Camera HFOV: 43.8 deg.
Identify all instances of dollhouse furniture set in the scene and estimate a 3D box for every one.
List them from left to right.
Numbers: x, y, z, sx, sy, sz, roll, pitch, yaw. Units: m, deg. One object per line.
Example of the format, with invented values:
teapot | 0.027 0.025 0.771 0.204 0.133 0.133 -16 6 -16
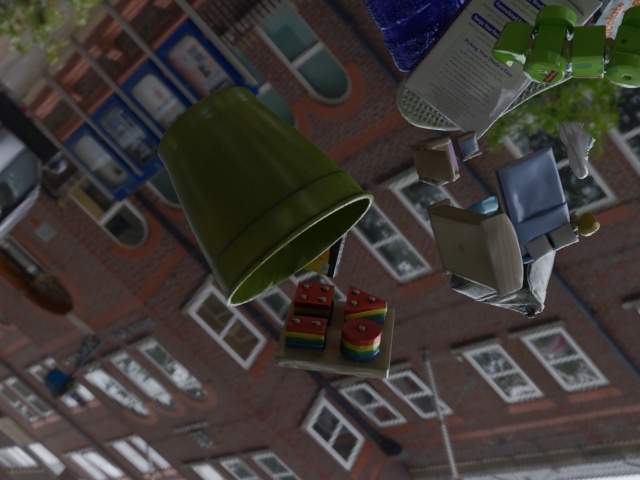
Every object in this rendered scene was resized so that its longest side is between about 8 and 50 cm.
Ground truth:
dollhouse furniture set | 0.366 -0.081 1.418 0.304 0.286 0.198 -22 -164 -16

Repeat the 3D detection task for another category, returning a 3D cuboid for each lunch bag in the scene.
lunch bag | 0.556 0.044 2.313 0.212 0.256 0.305 -32 -144 62

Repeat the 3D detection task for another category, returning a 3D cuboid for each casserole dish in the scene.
casserole dish | 0.419 -0.063 2.207 0.114 0.037 0.188 -17 163 -36

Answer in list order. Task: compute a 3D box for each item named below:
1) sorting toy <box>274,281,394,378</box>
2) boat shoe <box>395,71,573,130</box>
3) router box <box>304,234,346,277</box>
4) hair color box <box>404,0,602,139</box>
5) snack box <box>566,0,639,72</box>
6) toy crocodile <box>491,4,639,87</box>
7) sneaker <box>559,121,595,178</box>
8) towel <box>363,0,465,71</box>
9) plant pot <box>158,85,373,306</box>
sorting toy | 0.041 0.193 1.854 0.256 0.089 0.257 6 -151 5
boat shoe | 0.393 -0.388 1.869 0.501 0.186 0.156 -23 -159 -15
router box | 0.000 0.000 2.242 0.046 0.133 0.178 -35 140 -66
hair color box | 0.333 -0.376 1.489 0.339 0.185 0.110 -49 -171 32
snack box | 0.650 -0.474 1.642 0.322 0.187 0.060 109 -23 -58
toy crocodile | 0.444 -0.304 1.287 0.341 0.105 0.115 9 -107 25
sneaker | 0.844 -0.300 2.571 0.094 0.212 0.080 -8 153 0
towel | 0.227 -0.545 1.820 0.228 0.308 0.076 -35 -133 3
plant pot | -0.140 -0.114 1.642 0.367 0.353 0.366 -35 171 -7
